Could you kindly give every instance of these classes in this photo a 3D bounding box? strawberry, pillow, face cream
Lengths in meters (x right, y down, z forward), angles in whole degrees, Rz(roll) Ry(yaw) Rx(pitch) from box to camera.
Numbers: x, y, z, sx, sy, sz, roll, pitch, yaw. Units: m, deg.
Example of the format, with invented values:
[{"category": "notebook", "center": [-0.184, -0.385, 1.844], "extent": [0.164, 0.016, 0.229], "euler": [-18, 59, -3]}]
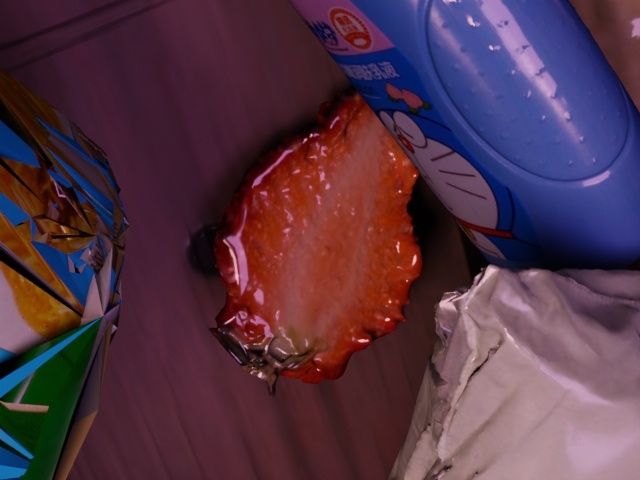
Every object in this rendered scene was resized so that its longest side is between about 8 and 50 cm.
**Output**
[{"category": "strawberry", "center": [-0.001, 0.000, 0.611], "extent": [0.104, 0.048, 0.152], "euler": [27, 84, -24]}, {"category": "pillow", "center": [0.154, 0.125, 0.562], "extent": [0.310, 0.138, 0.283], "euler": [-1, 125, -21]}, {"category": "face cream", "center": [0.040, -0.098, 0.518], "extent": [0.083, 0.149, 0.264], "euler": [-43, 112, -9]}]

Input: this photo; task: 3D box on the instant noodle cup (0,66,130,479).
[{"category": "instant noodle cup", "center": [-0.186, 0.004, 0.436], "extent": [0.178, 0.240, 0.240], "euler": [32, 97, -39]}]

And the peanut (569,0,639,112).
[{"category": "peanut", "center": [0.133, -0.149, 0.563], "extent": [0.125, 0.111, 0.274], "euler": [-24, 126, 14]}]
